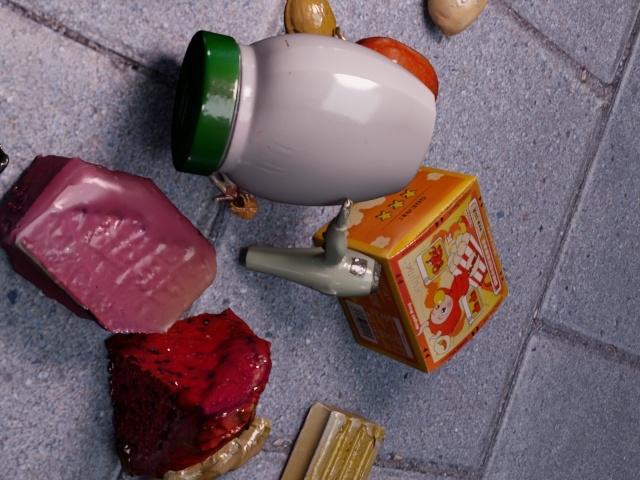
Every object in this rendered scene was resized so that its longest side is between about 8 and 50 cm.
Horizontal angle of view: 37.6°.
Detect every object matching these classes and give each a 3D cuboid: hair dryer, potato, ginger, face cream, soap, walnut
[{"bbox_3d":[-0.031,0.007,1.535,0.267,0.229,0.092,64,31,-53],"label":"hair dryer"},{"bbox_3d":[0.254,-0.460,1.757,0.112,0.112,0.147,25,81,-44],"label":"potato"},{"bbox_3d":[-0.189,0.380,1.618,0.288,0.075,0.089,-18,137,-44],"label":"ginger"},{"bbox_3d":[-0.030,-0.177,1.413,0.357,0.312,0.219,8,62,-20],"label":"face cream"},{"bbox_3d":[0.007,0.463,1.815,0.173,0.089,0.274,28,84,-45],"label":"soap"},{"bbox_3d":[-0.009,-0.365,1.573,0.091,0.052,0.121,-40,125,-24],"label":"walnut"},{"bbox_3d":[-0.304,0.015,1.363,0.220,0.127,0.325,-51,132,-17],"label":"soap"}]

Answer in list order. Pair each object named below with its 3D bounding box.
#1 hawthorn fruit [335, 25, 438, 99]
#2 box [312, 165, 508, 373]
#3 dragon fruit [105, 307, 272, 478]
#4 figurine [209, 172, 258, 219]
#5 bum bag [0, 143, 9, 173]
[{"bbox_3d":[0.093,-0.277,1.610,0.225,0.196,0.196,47,70,-26],"label":"hawthorn fruit"},{"bbox_3d":[0.180,0.046,1.766,0.259,0.214,0.283,-40,127,-25],"label":"box"},{"bbox_3d":[-0.216,0.242,1.424,0.240,0.330,0.302,26,86,-23],"label":"dragon fruit"},{"bbox_3d":[-0.144,-0.077,1.543,0.064,0.047,0.109,-36,123,5],"label":"figurine"},{"bbox_3d":[-0.503,-0.031,1.192,0.142,0.080,0.326,27,85,-41],"label":"bum bag"}]
